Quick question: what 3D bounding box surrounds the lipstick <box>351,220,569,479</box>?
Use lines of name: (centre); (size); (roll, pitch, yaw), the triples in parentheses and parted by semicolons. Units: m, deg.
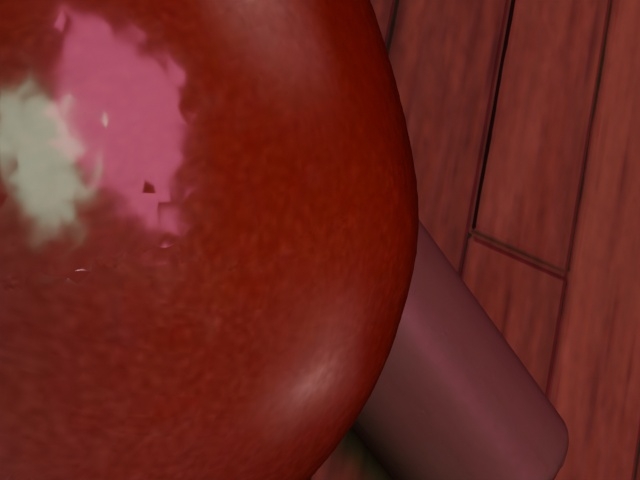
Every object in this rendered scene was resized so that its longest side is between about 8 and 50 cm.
lipstick: (0.000, 0.000, 0.738); (0.254, 0.070, 0.070); (53, 56, -22)

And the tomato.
tomato: (-0.098, -0.021, 0.538); (0.224, 0.256, 0.256); (-35, 111, -73)
